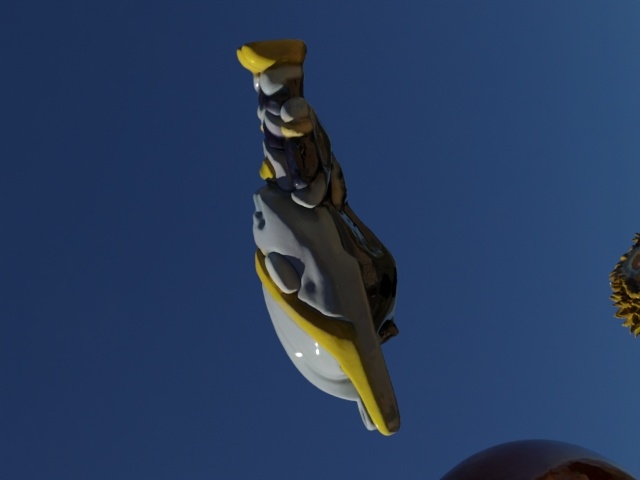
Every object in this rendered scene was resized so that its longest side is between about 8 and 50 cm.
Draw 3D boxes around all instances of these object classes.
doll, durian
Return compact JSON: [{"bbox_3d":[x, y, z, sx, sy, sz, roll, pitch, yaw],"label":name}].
[{"bbox_3d":[0.000,0.001,0.843,0.103,0.145,0.316,-19,-79,-31],"label":"doll"},{"bbox_3d":[0.457,0.060,1.365,0.250,0.183,0.138,-44,-15,-46],"label":"durian"}]

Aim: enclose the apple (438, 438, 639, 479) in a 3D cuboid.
[{"bbox_3d":[0.254,0.395,1.238,0.277,0.348,0.348,-10,-86,-31],"label":"apple"}]
